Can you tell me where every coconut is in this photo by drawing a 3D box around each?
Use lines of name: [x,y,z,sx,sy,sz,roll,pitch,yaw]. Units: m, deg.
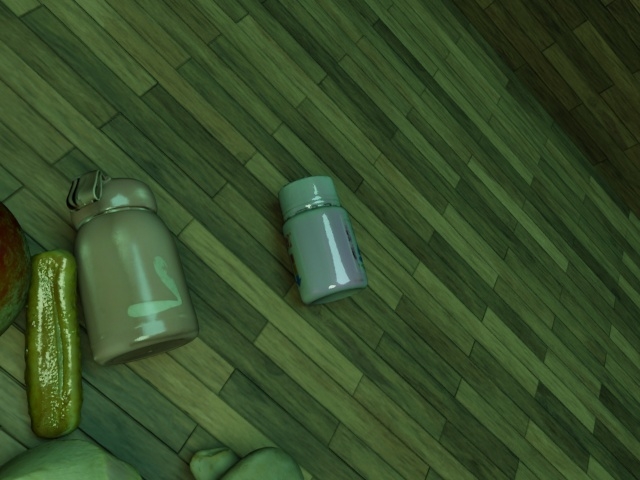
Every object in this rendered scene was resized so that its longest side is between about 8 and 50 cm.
coconut: [-0.346,0.363,0.743,0.236,0.237,0.197,19,36,-29]

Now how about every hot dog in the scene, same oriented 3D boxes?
hot dog: [-0.399,0.154,0.861,0.087,0.061,0.286,4,95,-11]

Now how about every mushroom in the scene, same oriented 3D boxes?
mushroom: [-0.133,0.417,0.933,0.204,0.204,0.204,16,61,-30]

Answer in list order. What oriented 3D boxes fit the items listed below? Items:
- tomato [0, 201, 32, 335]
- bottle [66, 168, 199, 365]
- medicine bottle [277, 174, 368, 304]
tomato: [-0.518,0.053,0.754,0.269,0.223,0.270,-5,49,5]
bottle: [-0.320,0.040,0.939,0.173,0.206,0.297,-18,77,5]
medicine bottle: [0.000,0.000,1.227,0.151,0.152,0.255,-4,72,-38]
